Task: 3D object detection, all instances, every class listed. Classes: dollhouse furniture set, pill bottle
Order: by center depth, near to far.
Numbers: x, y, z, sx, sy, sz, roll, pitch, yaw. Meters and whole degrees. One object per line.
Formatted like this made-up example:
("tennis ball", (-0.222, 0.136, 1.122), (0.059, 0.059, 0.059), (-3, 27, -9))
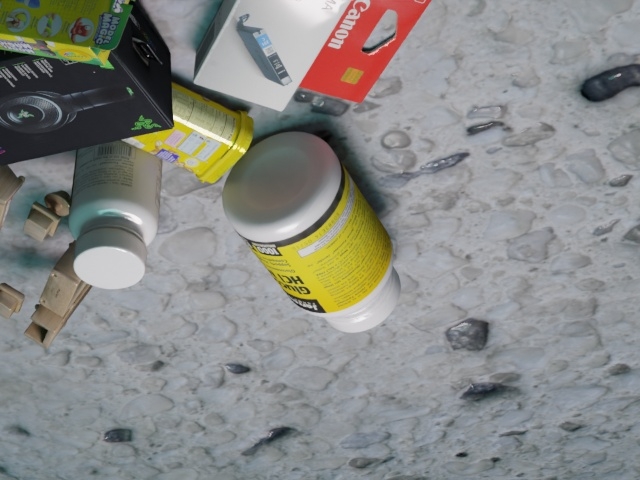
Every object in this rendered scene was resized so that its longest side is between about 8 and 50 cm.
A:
("pill bottle", (-0.301, -0.050, 2.039), (0.131, 0.229, 0.131), (-1, 142, -1))
("pill bottle", (0.000, 0.000, 2.148), (0.187, 0.188, 0.334), (-16, 140, 18))
("dollhouse furniture set", (-0.505, -0.047, 2.186), (0.355, 0.174, 0.303), (32, 140, -1))

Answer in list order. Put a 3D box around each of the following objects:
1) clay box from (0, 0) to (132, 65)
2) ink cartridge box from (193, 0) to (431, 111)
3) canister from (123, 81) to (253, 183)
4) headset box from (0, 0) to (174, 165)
("clay box", (-0.321, -0.287, 1.691), (0.222, 0.128, 0.053), (12, 161, 18))
("ink cartridge box", (0.000, -0.289, 1.872), (0.261, 0.066, 0.296), (15, 140, -19))
("canister", (-0.201, -0.164, 2.023), (0.169, 0.073, 0.126), (24, 136, -28))
("headset box", (-0.351, -0.232, 1.846), (0.283, 0.131, 0.246), (-11, 154, 12))
